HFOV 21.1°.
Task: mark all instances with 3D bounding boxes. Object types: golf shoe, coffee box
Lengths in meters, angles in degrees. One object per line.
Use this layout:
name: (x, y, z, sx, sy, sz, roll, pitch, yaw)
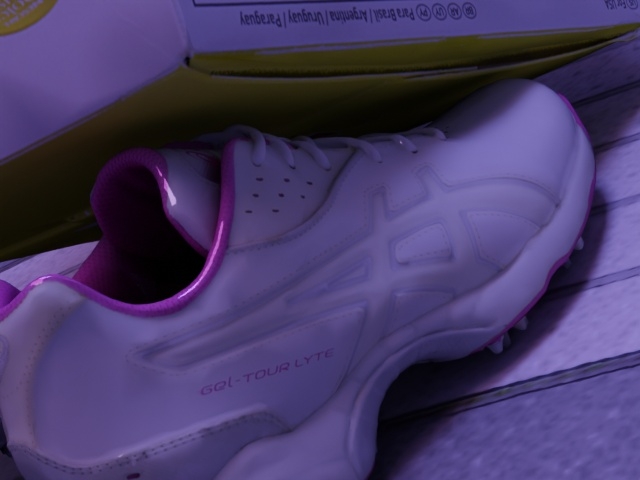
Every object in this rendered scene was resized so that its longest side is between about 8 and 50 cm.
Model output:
golf shoe: (0.000, 0.000, 0.644, 0.115, 0.140, 0.306, -11, 24, 46)
coffee box: (-0.112, -0.182, 0.791, 0.338, 0.334, 0.338, -21, -5, 38)

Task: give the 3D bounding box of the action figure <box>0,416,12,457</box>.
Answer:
action figure: (-0.198, 0.126, 0.628, 0.285, 0.099, 0.185, -35, -11, -12)
